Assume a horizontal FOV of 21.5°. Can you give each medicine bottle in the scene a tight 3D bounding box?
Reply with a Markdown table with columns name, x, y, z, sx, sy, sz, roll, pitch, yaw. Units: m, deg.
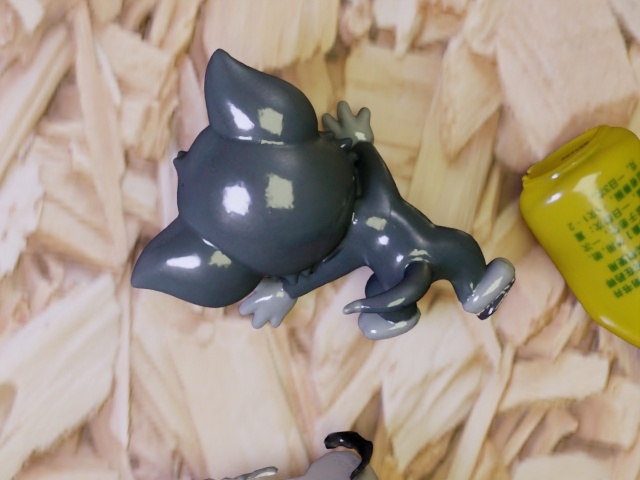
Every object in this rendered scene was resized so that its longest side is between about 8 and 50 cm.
| name | x | y | z | sx | sy | sz | roll | pitch | yaw |
| --- | --- | --- | --- | --- | --- | --- | --- | --- | --- |
| medicine bottle | 0.274 | 0.054 | 1.342 | 0.111 | 0.076 | 0.309 | -35 | 102 | -1 |

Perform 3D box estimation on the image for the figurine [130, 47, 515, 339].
| name | x | y | z | sx | sy | sz | roll | pitch | yaw |
| --- | --- | --- | --- | --- | --- | --- | --- | --- | --- |
| figurine | 0.002 | 0.003 | 1.247 | 0.265 | 0.140 | 0.193 | 34 | 107 | 9 |

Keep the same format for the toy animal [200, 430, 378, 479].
| name | x | y | z | sx | sy | sz | roll | pitch | yaw |
| --- | --- | --- | --- | --- | --- | --- | --- | --- | --- |
| toy animal | -0.024 | 0.353 | 1.269 | 0.258 | 0.194 | 0.357 | -24 | 118 | -33 |
